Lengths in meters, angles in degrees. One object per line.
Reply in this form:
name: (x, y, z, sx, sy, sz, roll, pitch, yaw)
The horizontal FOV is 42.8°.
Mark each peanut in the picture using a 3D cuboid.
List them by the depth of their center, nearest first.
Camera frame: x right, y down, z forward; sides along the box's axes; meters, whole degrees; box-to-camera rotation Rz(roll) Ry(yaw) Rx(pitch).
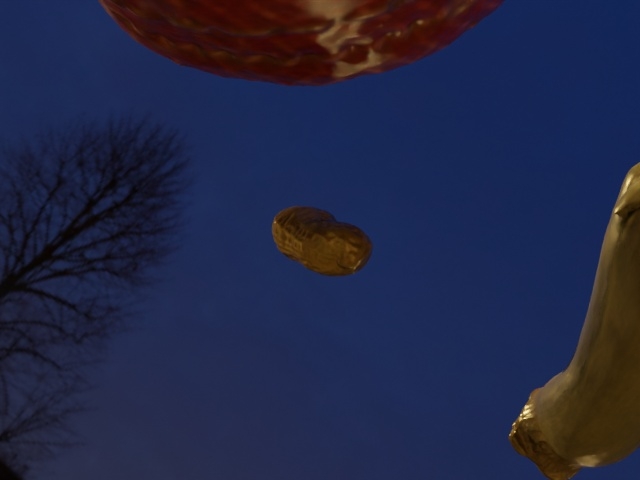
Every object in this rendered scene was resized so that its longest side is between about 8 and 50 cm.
peanut: (0.000, 0.000, 0.676, 0.113, 0.054, 0.054, 24, -33, 50)

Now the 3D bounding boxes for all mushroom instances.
mushroom: (0.180, 0.053, 0.463, 0.099, 0.096, 0.278, -1, -49, -15)

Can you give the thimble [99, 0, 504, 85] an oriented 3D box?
thimble: (-0.024, -0.283, 0.505, 0.350, 0.350, 0.230, 25, -7, 13)
